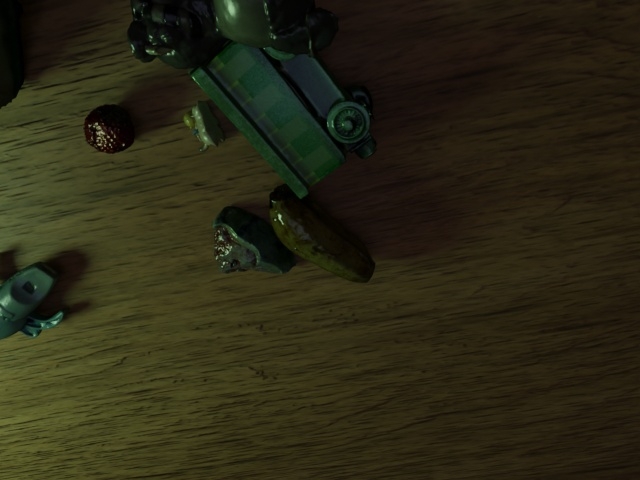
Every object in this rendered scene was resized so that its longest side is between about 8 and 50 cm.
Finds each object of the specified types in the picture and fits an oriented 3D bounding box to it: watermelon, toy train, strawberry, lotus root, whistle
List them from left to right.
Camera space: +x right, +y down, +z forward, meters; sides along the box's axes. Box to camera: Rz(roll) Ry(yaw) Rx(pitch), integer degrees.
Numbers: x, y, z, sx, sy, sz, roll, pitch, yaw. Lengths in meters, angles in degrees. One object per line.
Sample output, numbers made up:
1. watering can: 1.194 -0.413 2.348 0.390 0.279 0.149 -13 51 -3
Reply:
1. whistle: -0.643 0.137 0.964 0.274 0.093 0.186 -37 111 14
2. strawberry: -0.361 -0.187 0.801 0.083 0.083 0.096 30 142 -14
3. watermelon: -0.145 0.030 0.914 0.187 0.071 0.139 40 115 -18
4. toy train: -0.045 -0.228 0.751 0.202 0.120 0.301 -34 112 20
5. lotus root: 0.000 0.000 0.870 0.258 0.110 0.097 39 109 -17

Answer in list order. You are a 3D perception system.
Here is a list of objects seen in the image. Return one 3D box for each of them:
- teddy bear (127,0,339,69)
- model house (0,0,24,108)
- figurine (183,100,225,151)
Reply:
1. teddy bear: -0.111 -0.317 0.587 0.251 0.171 0.144 -8 160 15
2. model house: -0.604 -0.315 0.614 0.285 0.243 0.298 26 143 -7
3. figurine: -0.207 -0.196 0.812 0.051 0.047 0.083 -14 112 19
